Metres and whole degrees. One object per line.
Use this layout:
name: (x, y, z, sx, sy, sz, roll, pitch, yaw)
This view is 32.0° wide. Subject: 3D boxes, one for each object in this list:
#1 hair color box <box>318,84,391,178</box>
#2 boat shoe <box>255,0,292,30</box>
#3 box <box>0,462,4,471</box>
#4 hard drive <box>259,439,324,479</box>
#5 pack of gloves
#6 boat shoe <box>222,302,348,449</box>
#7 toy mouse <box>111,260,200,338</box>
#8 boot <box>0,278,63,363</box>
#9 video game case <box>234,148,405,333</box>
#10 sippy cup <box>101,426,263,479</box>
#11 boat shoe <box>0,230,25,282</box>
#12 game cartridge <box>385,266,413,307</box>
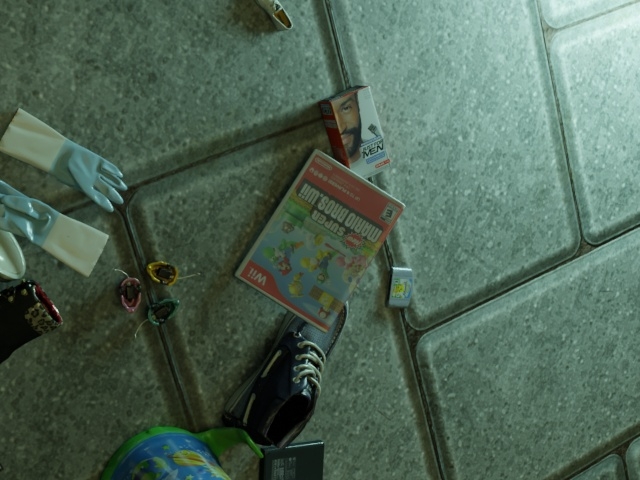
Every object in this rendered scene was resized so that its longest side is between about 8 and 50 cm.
hair color box: (0.067, -0.202, 2.134, 0.093, 0.053, 0.167, -26, 109, -24)
boat shoe: (-0.084, -0.422, 2.020, 0.035, 0.035, 0.100, -43, 117, -18)
box: (-0.578, 0.367, 1.862, 0.067, 0.018, 0.083, -33, 113, -22)
hard drive: (-0.055, 0.445, 2.182, 0.135, 0.022, 0.094, -1, 98, -30)
pack of gloves: (-0.448, -0.075, 1.852, 0.232, 0.046, 0.195, 32, 69, -23)
boat shoe: (-0.030, 0.243, 2.085, 0.127, 0.158, 0.341, 41, 77, -29)
toy mouse: (-0.308, 0.103, 1.973, 0.161, 0.031, 0.143, 19, 88, -31)
boot: (-0.541, 0.098, 1.768, 0.178, 0.085, 0.236, -30, 121, 4)
video game case: (0.000, 0.000, 2.082, 0.204, 0.025, 0.285, 32, 82, 0)
sippy cup: (-0.243, 0.468, 1.958, 0.240, 0.224, 0.306, 18, 88, -32)
boat shoe: (-0.610, -0.022, 1.757, 0.099, 0.116, 0.319, -32, 130, 25)
game cartridge: (0.161, 0.096, 2.259, 0.056, 0.017, 0.083, 3, 96, -35)
